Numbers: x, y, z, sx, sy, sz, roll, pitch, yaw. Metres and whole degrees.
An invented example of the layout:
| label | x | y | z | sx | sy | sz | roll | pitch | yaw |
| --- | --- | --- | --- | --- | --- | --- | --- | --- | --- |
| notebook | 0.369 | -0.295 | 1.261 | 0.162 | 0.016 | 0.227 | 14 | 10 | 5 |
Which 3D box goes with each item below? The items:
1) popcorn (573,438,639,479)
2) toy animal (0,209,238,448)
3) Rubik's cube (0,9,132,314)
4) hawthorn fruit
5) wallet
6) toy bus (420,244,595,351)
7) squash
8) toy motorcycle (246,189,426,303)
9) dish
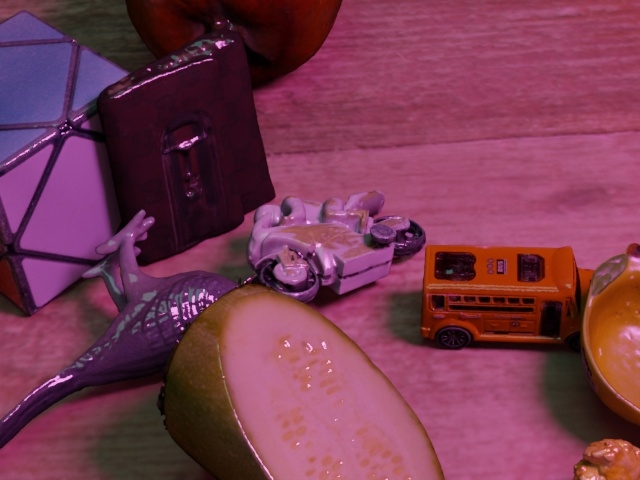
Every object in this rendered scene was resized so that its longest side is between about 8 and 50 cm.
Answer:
| label | x | y | z | sx | sy | sz | roll | pitch | yaw |
| --- | --- | --- | --- | --- | --- | --- | --- | --- | --- |
| popcorn | 0.258 | 0.214 | 1.269 | 0.084 | 0.084 | 0.084 | -3 | 45 | 3 |
| toy animal | -0.174 | 0.074 | 1.427 | 0.367 | 0.081 | 0.206 | -14 | 59 | -15 |
| Rubik's cube | -0.312 | -0.087 | 1.522 | 0.205 | 0.207 | 0.205 | 31 | 55 | 33 |
| hawthorn fruit | -0.107 | -0.306 | 1.693 | 0.267 | 0.268 | 0.301 | 8 | 49 | 13 |
| wallet | -0.139 | -0.096 | 1.497 | 0.182 | 0.229 | 0.049 | -28 | 45 | -22 |
| toy bus | 0.197 | 0.053 | 1.416 | 0.194 | 0.088 | 0.083 | 1 | 46 | 6 |
| squash | 0.007 | 0.165 | 1.256 | 0.260 | 0.189 | 0.189 | 27 | 53 | 33 |
| toy motorcycle | 0.000 | 0.000 | 1.486 | 0.228 | 0.074 | 0.151 | -25 | 45 | -39 |
| dish | 0.308 | 0.108 | 1.346 | 0.148 | 0.080 | 0.208 | 2 | 56 | -9 |
